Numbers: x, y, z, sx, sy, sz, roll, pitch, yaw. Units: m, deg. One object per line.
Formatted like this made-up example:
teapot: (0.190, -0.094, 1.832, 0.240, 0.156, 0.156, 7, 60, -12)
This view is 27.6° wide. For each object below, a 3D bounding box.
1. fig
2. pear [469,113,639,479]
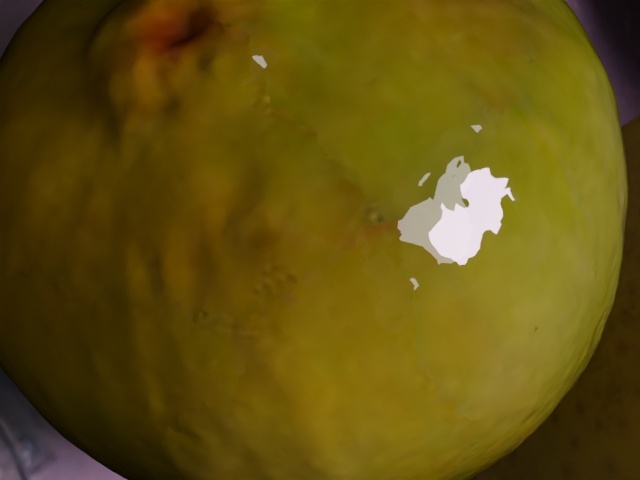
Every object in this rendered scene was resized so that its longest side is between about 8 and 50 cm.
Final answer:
fig: (0.002, -0.010, 0.431, 0.230, 0.207, 0.207, 14, 78, -60)
pear: (0.241, 0.102, 0.584, 0.418, 0.362, 0.362, 71, 39, -59)
